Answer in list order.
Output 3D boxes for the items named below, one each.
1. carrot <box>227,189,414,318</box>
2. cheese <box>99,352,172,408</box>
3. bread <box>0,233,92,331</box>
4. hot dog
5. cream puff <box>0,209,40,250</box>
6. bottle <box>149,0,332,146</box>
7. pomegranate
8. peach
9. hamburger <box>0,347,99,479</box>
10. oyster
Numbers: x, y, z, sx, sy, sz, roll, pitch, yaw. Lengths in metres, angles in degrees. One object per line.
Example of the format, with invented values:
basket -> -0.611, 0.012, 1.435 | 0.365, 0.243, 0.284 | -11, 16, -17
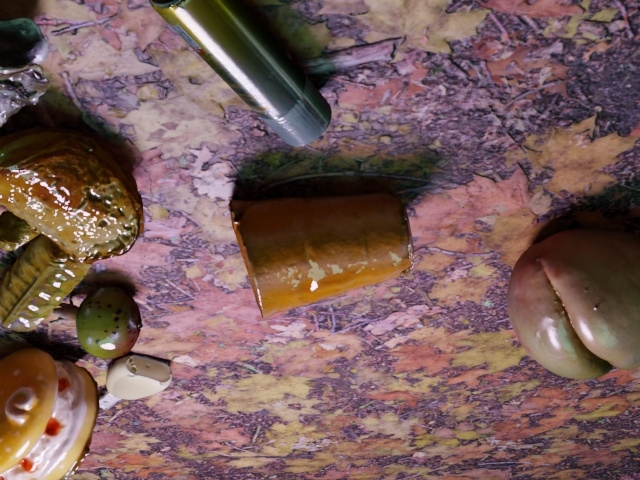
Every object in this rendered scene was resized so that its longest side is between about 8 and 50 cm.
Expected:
carrot -> 0.000, 0.000, 1.313 | 0.254, 0.196, 0.196 | -14, 148, -6
cheese -> -0.425, 0.319, 1.837 | 0.127, 0.054, 0.251 | 21, 140, -29
bread -> -0.461, 0.063, 1.405 | 0.269, 0.098, 0.087 | -38, 173, 41
hot dog -> -0.366, -0.075, 1.183 | 0.175, 0.114, 0.259 | -14, 144, 23
cream puff -> -0.457, -0.024, 1.284 | 0.083, 0.083, 0.058 | -31, 103, 7
bottle -> -0.086, -0.218, 1.015 | 0.082, 0.082, 0.286 | -19, 144, 22
pomegranate -> -0.395, 0.152, 1.515 | 0.159, 0.129, 0.129 | -13, 147, 26
peach -> 0.458, 0.102, 1.436 | 0.292, 0.247, 0.292 | 18, 142, 15
hamburger -> -0.597, 0.362, 1.665 | 0.186, 0.261, 0.302 | 30, 92, -44
oyster -> -0.465, -0.168, 1.005 | 0.351, 0.158, 0.162 | -13, 150, 35
